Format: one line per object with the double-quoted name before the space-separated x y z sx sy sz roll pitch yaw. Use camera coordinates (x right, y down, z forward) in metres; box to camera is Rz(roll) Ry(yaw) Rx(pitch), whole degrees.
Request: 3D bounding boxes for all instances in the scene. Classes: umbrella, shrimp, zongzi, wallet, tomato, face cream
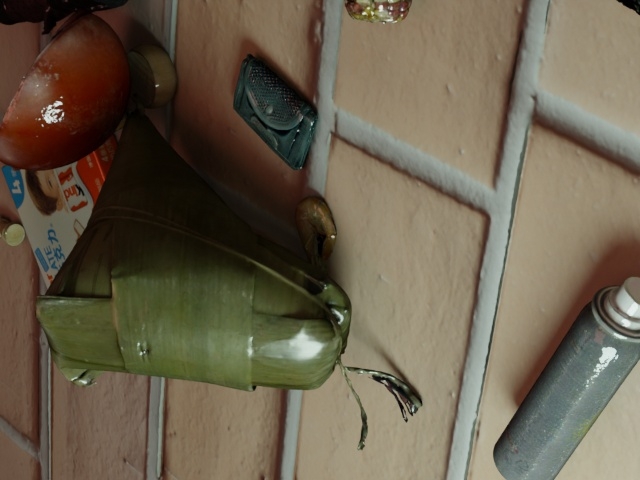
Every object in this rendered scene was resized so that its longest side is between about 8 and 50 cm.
"umbrella" -0.346 -0.332 2.046 0.326 0.090 0.094 0 128 50
"shrimp" 0.000 0.000 1.838 0.059 0.023 0.108 -9 100 43
"zongzi" -0.078 0.014 1.853 0.447 0.418 0.181 8 142 4
"wallet" -0.057 -0.152 1.832 0.129 0.026 0.088 46 137 27
"tomato" -0.311 -0.166 1.946 0.112 0.199 0.228 31 131 4
"face cream" 0.257 0.143 1.552 0.073 0.073 0.283 48 138 25

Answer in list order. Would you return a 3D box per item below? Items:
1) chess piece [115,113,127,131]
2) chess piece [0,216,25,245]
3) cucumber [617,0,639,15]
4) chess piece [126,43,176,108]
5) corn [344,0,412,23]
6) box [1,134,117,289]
"chess piece" -0.307 -0.203 2.082 0.066 0.066 0.122 -29 79 52
"chess piece" -0.497 -0.021 2.416 0.092 0.035 0.035 23 123 47
"cucumber" 0.297 -0.219 1.341 0.303 0.072 0.081 45 137 28
"chess piece" -0.221 -0.211 1.994 0.083 0.038 0.084 25 126 40
"corn" 0.060 -0.336 1.577 0.079 0.079 0.237 21 117 44
"box" -0.337 -0.017 2.212 0.265 0.048 0.273 -22 89 52
